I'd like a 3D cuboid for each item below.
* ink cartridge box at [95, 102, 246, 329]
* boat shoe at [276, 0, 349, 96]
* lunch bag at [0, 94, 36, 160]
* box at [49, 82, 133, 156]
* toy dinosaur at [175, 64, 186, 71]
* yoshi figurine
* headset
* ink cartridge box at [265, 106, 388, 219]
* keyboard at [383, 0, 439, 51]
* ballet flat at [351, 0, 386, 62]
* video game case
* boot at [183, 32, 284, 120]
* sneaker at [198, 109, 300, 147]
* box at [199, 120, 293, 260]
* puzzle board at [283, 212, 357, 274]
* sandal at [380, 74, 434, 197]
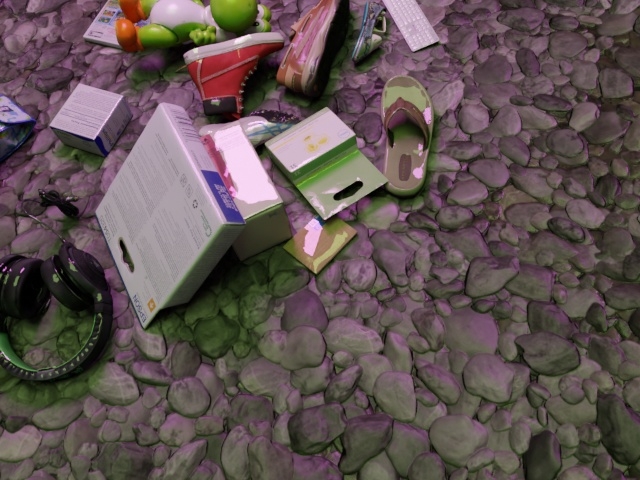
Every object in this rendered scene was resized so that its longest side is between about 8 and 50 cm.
[{"bbox_3d":[-0.315,-0.046,1.311,0.330,0.071,0.324,-49,59,32],"label":"ink cartridge box"},{"bbox_3d":[-0.018,-0.491,1.553,0.119,0.123,0.324,12,64,16],"label":"boat shoe"},{"bbox_3d":[-0.770,-0.270,1.536,0.128,0.096,0.151,36,63,19],"label":"lunch bag"},{"bbox_3d":[-0.534,-0.282,1.525,0.126,0.072,0.137,18,65,15],"label":"box"},{"bbox_3d":[-0.253,-0.403,1.564,0.112,0.064,0.211,-42,66,-14],"label":"toy dinosaur"},{"bbox_3d":[-0.296,-0.539,1.529,0.361,0.204,0.203,-2,30,-4],"label":"yoshi figurine"},{"bbox_3d":[-0.539,0.086,1.322,0.243,0.185,0.395,-10,77,5],"label":"headset"},{"bbox_3d":[0.010,-0.171,1.399,0.171,0.056,0.235,-32,52,-11],"label":"ink cartridge box"},{"bbox_3d":[0.213,-0.573,1.630,0.072,0.014,0.256,-20,62,-4],"label":"keyboard"},{"bbox_3d":[0.124,-0.504,1.578,0.070,0.070,0.189,10,67,11],"label":"ballet flat"},{"bbox_3d":[-0.519,-0.564,1.702,0.157,0.019,0.143,16,65,15],"label":"video game case"},{"bbox_3d":[-0.175,-0.376,1.505,0.244,0.088,0.176,-24,100,-22],"label":"boot"},{"bbox_3d":[-0.157,-0.237,1.468,0.237,0.086,0.085,-16,35,-16],"label":"sneaker"},{"bbox_3d":[-0.167,-0.102,1.348,0.126,0.149,0.232,-25,62,-7],"label":"box"},{"bbox_3d":[0.000,0.000,1.354,0.096,0.011,0.128,38,71,23],"label":"puzzle board"},{"bbox_3d":[0.189,-0.239,1.413,0.120,0.086,0.303,-3,64,10],"label":"sandal"}]
